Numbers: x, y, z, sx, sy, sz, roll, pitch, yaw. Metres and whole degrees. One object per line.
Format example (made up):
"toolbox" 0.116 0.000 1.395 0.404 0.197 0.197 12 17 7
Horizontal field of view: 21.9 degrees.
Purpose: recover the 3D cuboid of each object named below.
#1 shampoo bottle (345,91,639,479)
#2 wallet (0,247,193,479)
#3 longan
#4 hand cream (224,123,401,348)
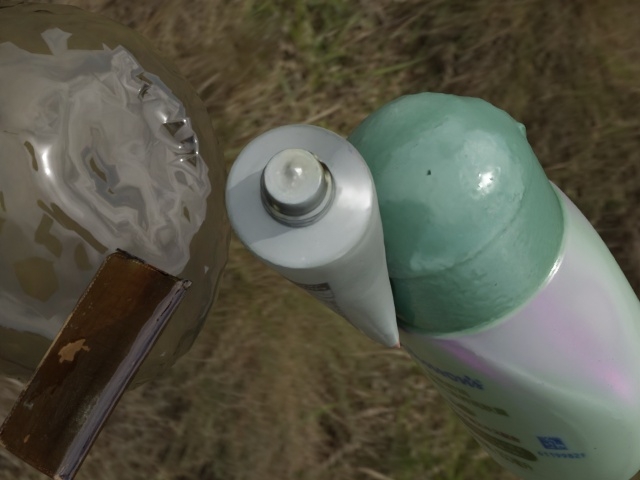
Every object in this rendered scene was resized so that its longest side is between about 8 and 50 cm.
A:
"shampoo bottle" 0.125 0.034 1.170 0.151 0.222 0.349 -48 135 -11
"wallet" -0.171 0.094 1.246 0.026 0.095 0.176 40 75 -47
"longan" -0.295 -0.053 1.759 0.436 0.404 0.404 26 81 -2
"hand cream" 0.000 0.000 0.980 0.124 0.341 0.078 40 85 10
